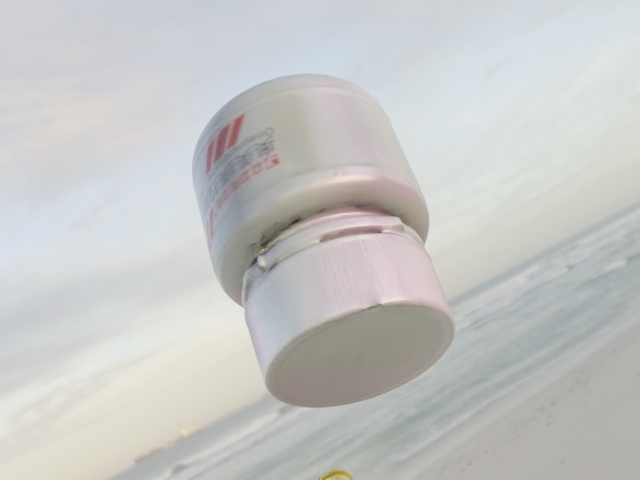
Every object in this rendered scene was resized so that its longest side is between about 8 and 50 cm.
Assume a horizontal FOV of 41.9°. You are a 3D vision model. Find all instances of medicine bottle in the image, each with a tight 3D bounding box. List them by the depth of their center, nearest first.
[{"bbox_3d":[0.000,0.000,0.954,0.256,0.325,0.256,-12,-34,-8],"label":"medicine bottle"}]

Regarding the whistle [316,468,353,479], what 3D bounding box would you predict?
[{"bbox_3d":[0.035,0.178,0.456,0.046,0.109,0.057,24,-88,-47],"label":"whistle"}]
